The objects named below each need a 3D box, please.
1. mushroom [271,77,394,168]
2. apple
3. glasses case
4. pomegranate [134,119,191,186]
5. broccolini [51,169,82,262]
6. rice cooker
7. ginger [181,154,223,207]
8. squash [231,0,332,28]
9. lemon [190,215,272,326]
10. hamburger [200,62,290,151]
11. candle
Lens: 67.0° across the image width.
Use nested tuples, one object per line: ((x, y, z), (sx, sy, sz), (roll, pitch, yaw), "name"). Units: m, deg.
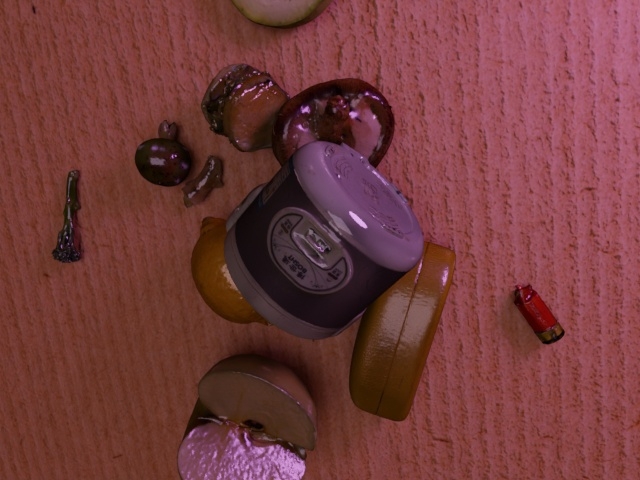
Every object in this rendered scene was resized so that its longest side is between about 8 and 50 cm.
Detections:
((0.022, -0.202, 0.920), (0.232, 0.138, 0.194), (-13, 133, -1), "mushroom")
((-0.147, 0.391, 1.023), (0.258, 0.233, 0.294), (17, 86, -7), "apple")
((0.149, 0.179, 0.954), (0.141, 0.173, 0.371), (16, 104, 11), "glasses case")
((-0.326, -0.183, 1.016), (0.115, 0.114, 0.142), (2, 76, 10), "pomegranate")
((-0.578, -0.053, 1.107), (0.067, 0.058, 0.216), (13, 102, 11), "broccolini")
((-0.002, 0.002, 0.823), (0.288, 0.288, 0.277), (46, 116, -1), "rice cooker")
((-0.256, -0.120, 1.042), (0.137, 0.044, 0.057), (-45, 72, 14), "ginger")
((-0.070, -0.530, 0.894), (0.252, 0.049, 0.251), (7, 109, 20), "squash")
((-0.163, 0.061, 0.983), (0.188, 0.188, 0.256), (-30, 89, 15), "lemon")
((-0.137, -0.264, 0.943), (0.131, 0.185, 0.159), (41, 141, 39), "hamburger")
((0.425, 0.141, 0.958), (0.052, 0.052, 0.130), (-36, 91, 15), "candle")
